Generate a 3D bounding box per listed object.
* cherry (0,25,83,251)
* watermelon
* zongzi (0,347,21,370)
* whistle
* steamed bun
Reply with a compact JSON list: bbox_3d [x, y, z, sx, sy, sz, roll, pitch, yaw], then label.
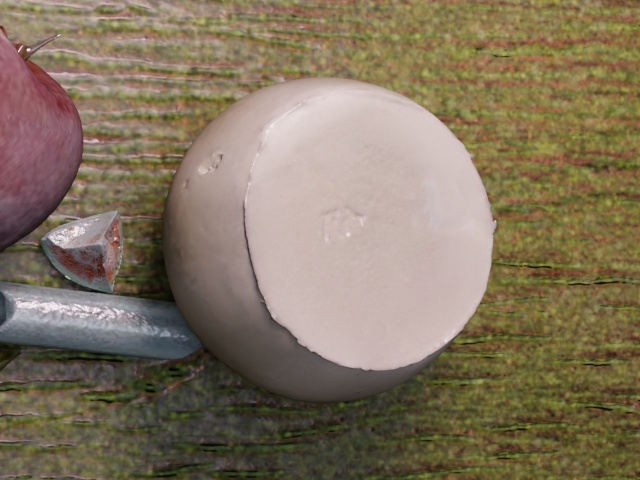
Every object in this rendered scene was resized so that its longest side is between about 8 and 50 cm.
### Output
[{"bbox_3d":[-0.348,-0.083,1.401,0.307,0.261,0.221,-37,60,3],"label":"cherry"},{"bbox_3d":[-0.227,0.006,1.540,0.085,0.061,0.085,6,76,-23],"label":"watermelon"},{"bbox_3d":[-0.346,0.152,1.507,0.119,0.055,0.109,8,90,-31],"label":"zongzi"},{"bbox_3d":[-0.261,0.075,1.530,0.312,0.062,0.062,8,88,-21],"label":"whistle"},{"bbox_3d":[0.000,0.000,1.544,0.324,0.206,0.324,3,83,-28],"label":"steamed bun"}]
